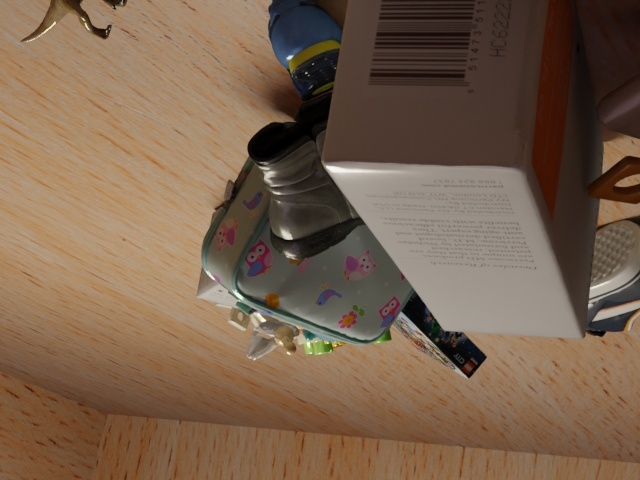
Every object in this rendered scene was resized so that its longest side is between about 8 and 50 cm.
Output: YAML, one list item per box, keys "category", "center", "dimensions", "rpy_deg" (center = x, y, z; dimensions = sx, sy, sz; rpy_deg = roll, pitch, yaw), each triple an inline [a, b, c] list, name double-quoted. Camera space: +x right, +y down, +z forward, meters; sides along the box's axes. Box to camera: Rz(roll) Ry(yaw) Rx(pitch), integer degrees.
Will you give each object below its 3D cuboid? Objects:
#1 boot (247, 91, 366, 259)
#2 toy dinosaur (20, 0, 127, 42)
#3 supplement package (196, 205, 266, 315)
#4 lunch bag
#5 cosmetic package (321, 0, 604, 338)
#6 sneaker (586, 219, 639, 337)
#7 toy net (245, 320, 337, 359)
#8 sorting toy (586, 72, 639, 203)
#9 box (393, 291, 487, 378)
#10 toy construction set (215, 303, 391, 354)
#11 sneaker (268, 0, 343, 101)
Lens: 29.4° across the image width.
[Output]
- category: "boot"
  center: [0.043, -0.091, 1.274]
  dimensions: [0.083, 0.246, 0.161]
  rpy_deg: [44, 153, 37]
- category: "toy dinosaur"
  center: [-0.235, -0.237, 1.169]
  dimensions: [0.092, 0.053, 0.183]
  rpy_deg: [28, 152, -5]
- category: "supplement package"
  center: [-0.061, 0.010, 1.664]
  dimensions: [0.139, 0.134, 0.244]
  rpy_deg: [15, 162, -19]
- category: "lunch bag"
  center: [0.000, 0.000, 1.443]
  dimensions: [0.279, 0.224, 0.108]
  rpy_deg: [25, -170, -39]
- category: "cosmetic package"
  center: [0.153, -0.080, 1.115]
  dimensions: [0.161, 0.230, 0.453]
  rpy_deg: [3, 162, 19]
- category: "sneaker"
  center: [0.345, 0.069, 1.636]
  dimensions: [0.127, 0.126, 0.321]
  rpy_deg: [26, 155, -27]
- category: "toy net"
  center: [-0.022, 0.113, 1.694]
  dimensions: [0.232, 0.122, 0.045]
  rpy_deg: [-15, 108, 45]
- category: "sorting toy"
  center: [0.359, -0.136, 1.047]
  dimensions: [0.196, 0.047, 0.347]
  rpy_deg: [15, 144, -38]
- category: "box"
  center: [0.117, 0.091, 1.739]
  dimensions: [0.233, 0.044, 0.159]
  rpy_deg: [45, 172, -25]
- category: "toy construction set"
  center: [-0.014, 0.117, 1.943]
  dimensions: [0.215, 0.151, 0.327]
  rpy_deg: [-7, -174, -41]
- category: "sneaker"
  center: [-0.009, -0.189, 1.167]
  dimensions: [0.069, 0.082, 0.209]
  rpy_deg: [-28, 174, 4]
